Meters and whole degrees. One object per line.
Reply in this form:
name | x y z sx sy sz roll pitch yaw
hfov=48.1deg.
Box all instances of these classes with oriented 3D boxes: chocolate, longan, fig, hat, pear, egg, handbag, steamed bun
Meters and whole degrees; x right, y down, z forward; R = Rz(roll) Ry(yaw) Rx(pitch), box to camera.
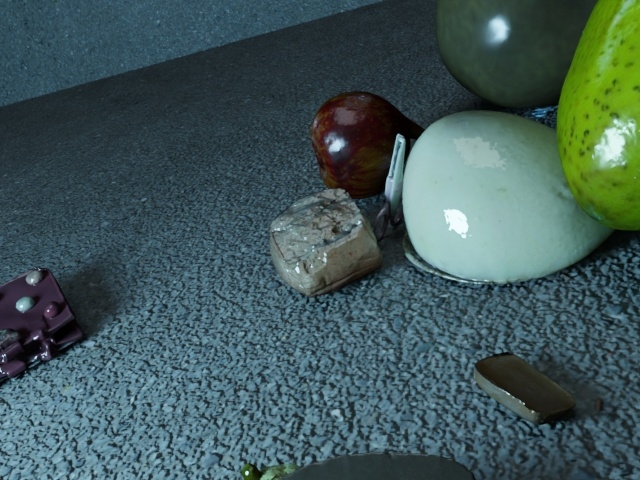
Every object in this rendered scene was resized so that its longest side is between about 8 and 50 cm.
chocolate | 0.194 0.146 0.688 0.064 0.031 0.101 -12 26 -28
longan | 0.379 -0.401 1.253 0.361 0.361 0.361 -14 27 8
fig | 0.090 -0.168 1.173 0.207 0.175 0.175 -18 27 0
hat | -0.042 0.233 0.641 0.076 0.059 0.077 -17 22 -9
pear | 0.371 -0.154 0.766 0.318 0.238 0.342 -56 0 -7
egg | 0.235 -0.077 0.925 0.286 0.174 0.264 8 40 35
handbag | -0.472 0.135 1.064 0.203 0.074 0.216 -29 29 -18
steamed bun | 0.000 0.000 0.993 0.145 0.106 0.175 -22 30 -8

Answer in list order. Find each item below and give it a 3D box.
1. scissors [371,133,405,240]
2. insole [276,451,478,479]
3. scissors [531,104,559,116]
scissors | 0.104 -0.075 1.008 0.022 0.176 0.085 34 52 27
insole | -0.026 0.248 0.585 0.328 0.007 0.111 -19 70 5
scissors | 0.422 -0.239 1.289 0.083 0.006 0.036 -19 26 -2
